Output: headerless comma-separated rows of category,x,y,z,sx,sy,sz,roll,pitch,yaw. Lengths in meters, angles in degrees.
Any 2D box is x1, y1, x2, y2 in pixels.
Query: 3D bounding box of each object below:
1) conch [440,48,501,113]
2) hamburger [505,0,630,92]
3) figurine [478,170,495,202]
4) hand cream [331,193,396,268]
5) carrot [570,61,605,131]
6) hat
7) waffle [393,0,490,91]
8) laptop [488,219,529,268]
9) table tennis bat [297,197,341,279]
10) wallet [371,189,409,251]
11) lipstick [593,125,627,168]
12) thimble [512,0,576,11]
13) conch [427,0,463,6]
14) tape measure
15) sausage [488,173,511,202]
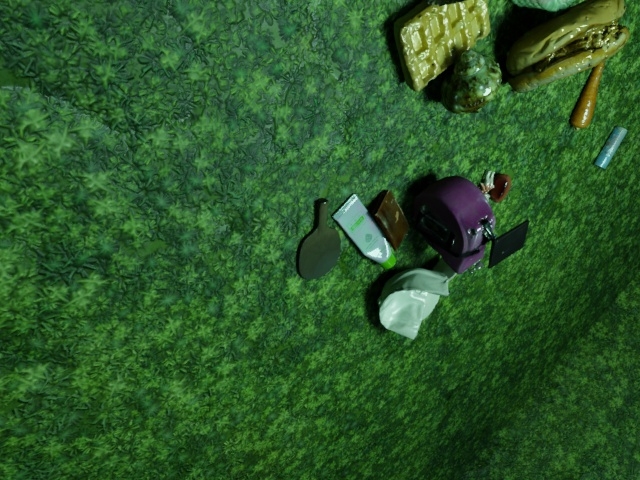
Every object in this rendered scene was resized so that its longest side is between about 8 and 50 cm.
conch,0.370,-0.388,1.283,0.187,0.124,0.181,-55,177,-23
hamburger,0.622,-0.499,1.363,0.318,0.318,0.158,-30,96,-21
figurine,0.512,-0.163,1.633,0.064,0.047,0.109,7,104,-29
hand cream,0.127,-0.016,1.416,0.275,0.050,0.079,48,56,-42
carrot,0.886,-0.481,1.726,0.061,0.061,0.257,-6,119,-37
hat,0.303,0.130,1.602,0.301,0.168,0.258,-46,166,-41
waffle,0.281,-0.489,1.211,0.274,0.057,0.168,-41,136,-11
laptop,0.689,0.016,1.922,0.197,0.016,0.135,-27,133,-24
table tennis bat,0.000,0.000,1.333,0.131,0.022,0.235,-17,130,-30
wallet,0.192,-0.054,1.437,0.095,0.026,0.176,-60,138,-19
lipstick,1.098,-0.352,1.995,0.048,0.048,0.158,11,110,-44
thimble,0.542,-0.664,1.245,0.218,0.150,0.219,-22,130,-28
conch,0.292,-0.587,1.081,0.245,0.178,0.162,-41,151,23
tape measure,0.366,-0.048,1.441,0.149,0.245,0.232,-32,150,-17
sausage,0.567,-0.166,1.666,0.054,0.059,0.094,-10,125,-61
